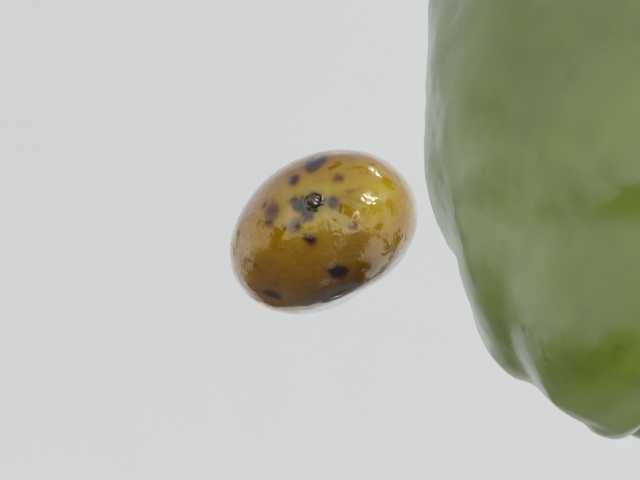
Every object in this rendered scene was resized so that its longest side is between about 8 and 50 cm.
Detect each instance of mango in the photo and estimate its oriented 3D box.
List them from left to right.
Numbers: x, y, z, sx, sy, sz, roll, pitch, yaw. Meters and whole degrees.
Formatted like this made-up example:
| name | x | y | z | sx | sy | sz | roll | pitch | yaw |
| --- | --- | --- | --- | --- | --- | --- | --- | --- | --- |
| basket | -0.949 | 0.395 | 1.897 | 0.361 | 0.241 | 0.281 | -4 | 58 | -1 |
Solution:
| name | x | y | z | sx | sy | sz | roll | pitch | yaw |
| --- | --- | --- | --- | --- | --- | --- | --- | --- | --- |
| mango | -0.003 | 0.000 | 1.120 | 0.115 | 0.090 | 0.178 | -11 | -13 | -20 |

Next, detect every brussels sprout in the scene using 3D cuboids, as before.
| name | x | y | z | sx | sy | sz | roll | pitch | yaw |
| --- | --- | --- | --- | --- | --- | --- | --- | --- | --- |
| brussels sprout | 0.189 | -0.043 | 0.479 | 0.317 | 0.273 | 0.242 | 27 | 6 | 11 |
